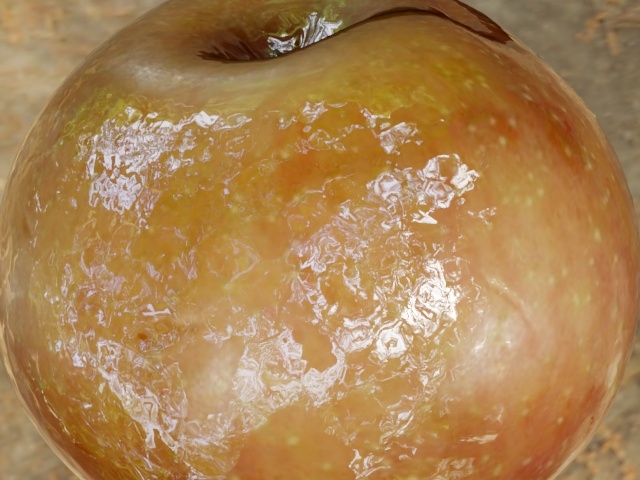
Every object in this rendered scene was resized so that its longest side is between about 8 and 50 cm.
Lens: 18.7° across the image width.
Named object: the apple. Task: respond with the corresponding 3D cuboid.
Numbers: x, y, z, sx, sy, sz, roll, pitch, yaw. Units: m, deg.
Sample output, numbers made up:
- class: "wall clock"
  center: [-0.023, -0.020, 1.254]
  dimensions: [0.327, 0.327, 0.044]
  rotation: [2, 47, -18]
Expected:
- class: "apple"
  center: [0.000, 0.000, 0.584]
  dimensions: [0.201, 0.201, 0.162]
  rotation: [17, 128, 28]
